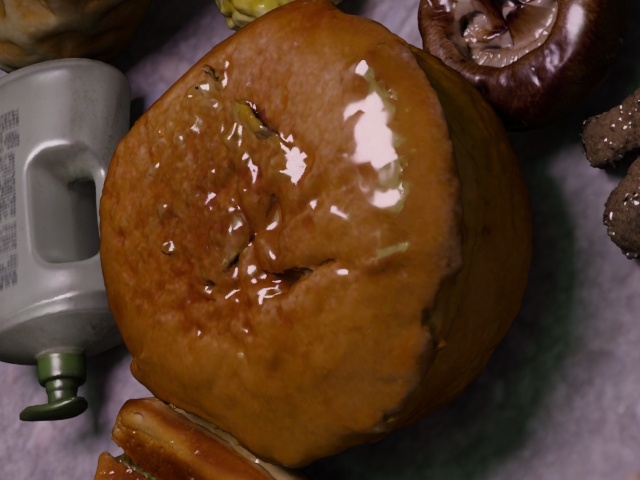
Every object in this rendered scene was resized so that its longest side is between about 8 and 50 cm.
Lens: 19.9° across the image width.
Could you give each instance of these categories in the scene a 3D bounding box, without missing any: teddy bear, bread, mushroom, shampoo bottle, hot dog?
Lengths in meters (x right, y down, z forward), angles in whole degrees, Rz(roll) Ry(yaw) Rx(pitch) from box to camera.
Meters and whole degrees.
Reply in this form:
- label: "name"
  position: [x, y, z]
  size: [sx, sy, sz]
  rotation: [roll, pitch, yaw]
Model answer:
- label: "teddy bear"
  position: [0.206, -0.069, 0.976]
  size: [0.160, 0.078, 0.119]
  rotation: [-29, 55, 24]
- label: "bread"
  position: [-0.148, -0.179, 1.201]
  size: [0.088, 0.128, 0.232]
  rotation: [51, 147, 2]
- label: "mushroom"
  position: [0.110, -0.143, 1.062]
  size: [0.135, 0.080, 0.171]
  rotation: [-38, 67, 23]
- label: "bread"
  position: [0.000, 0.000, 1.022]
  size: [0.268, 0.145, 0.269]
  rotation: [0, 90, 42]
- label: "shampoo bottle"
  position: [-0.174, 0.006, 1.201]
  size: [0.118, 0.087, 0.234]
  rotation: [-18, 64, 25]
- label: "hot dog"
  position: [-0.041, 0.167, 1.063]
  size: [0.249, 0.068, 0.100]
  rotation: [30, 102, 40]

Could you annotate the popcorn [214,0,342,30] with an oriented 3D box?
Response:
- label: "popcorn"
  position: [-0.038, -0.186, 1.169]
  size: [0.106, 0.116, 0.121]
  rotation: [-39, 97, 26]
